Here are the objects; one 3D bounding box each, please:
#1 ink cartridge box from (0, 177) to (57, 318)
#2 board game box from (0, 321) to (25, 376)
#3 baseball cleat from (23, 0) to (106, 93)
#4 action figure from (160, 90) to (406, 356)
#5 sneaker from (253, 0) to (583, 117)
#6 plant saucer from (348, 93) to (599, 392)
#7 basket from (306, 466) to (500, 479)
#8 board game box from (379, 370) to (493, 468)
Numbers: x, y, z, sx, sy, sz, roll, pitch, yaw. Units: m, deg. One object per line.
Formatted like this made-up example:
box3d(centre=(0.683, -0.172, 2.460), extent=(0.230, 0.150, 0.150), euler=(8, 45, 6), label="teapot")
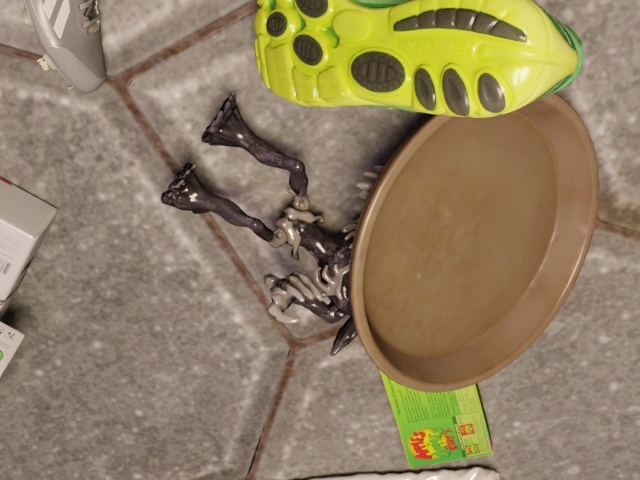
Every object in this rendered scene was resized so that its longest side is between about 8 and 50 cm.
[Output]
box3d(centre=(-0.343, 0.011, 0.841), extent=(0.109, 0.063, 0.150), euler=(30, 118, -11), label="ink cartridge box")
box3d(centre=(-0.440, 0.140, 0.882), extent=(0.193, 0.053, 0.305), euler=(30, 133, -13), label="board game box")
box3d(centre=(-0.199, -0.223, 0.697), extent=(0.109, 0.072, 0.206), euler=(-13, 118, 11), label="baseball cleat")
box3d(centre=(0.000, 0.000, 0.763), extent=(0.275, 0.141, 0.164), euler=(34, 86, -10), label="action figure")
box3d(centre=(0.058, -0.143, 0.647), extent=(0.295, 0.123, 0.110), euler=(24, 110, 41), label="sneaker")
box3d(centre=(0.132, -0.001, 0.741), extent=(0.277, 0.041, 0.278), euler=(-16, 119, -30), label="plant saucer")
box3d(centre=(0.056, 0.459, 0.913), extent=(0.328, 0.331, 0.267), euler=(-8, 120, 9), label="basket")
box3d(centre=(0.116, 0.150, 0.898), extent=(0.092, 0.043, 0.181), euler=(-13, 117, 11), label="board game box")
